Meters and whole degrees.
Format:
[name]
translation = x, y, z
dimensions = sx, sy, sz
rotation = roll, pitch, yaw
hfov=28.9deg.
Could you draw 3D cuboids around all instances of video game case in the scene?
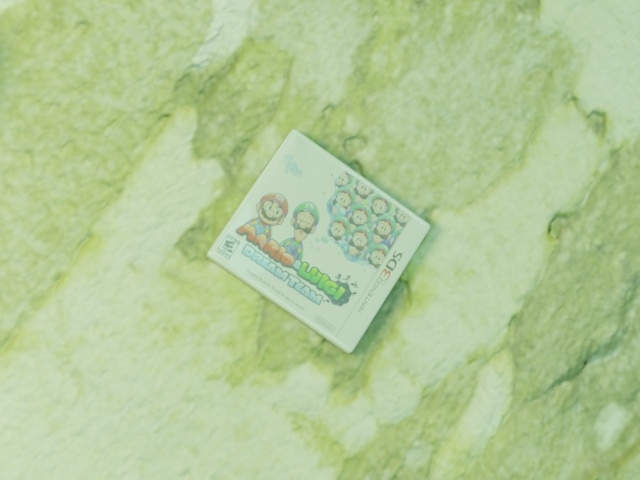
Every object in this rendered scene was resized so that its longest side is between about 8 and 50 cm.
[video game case]
translation = 0.000, 0.000, 1.116
dimensions = 0.157, 0.019, 0.143
rotation = 35, 75, -5
